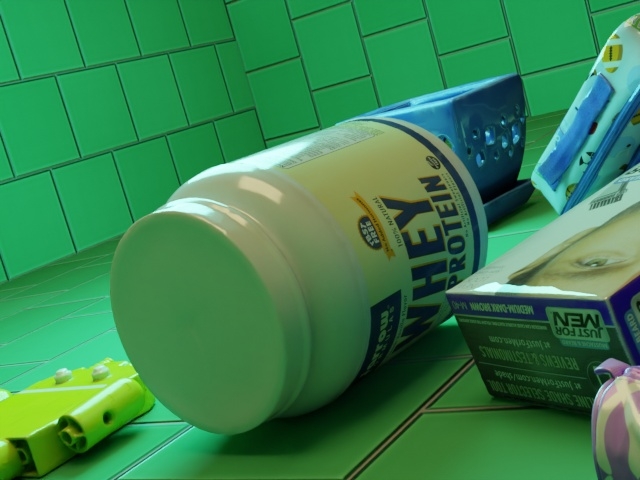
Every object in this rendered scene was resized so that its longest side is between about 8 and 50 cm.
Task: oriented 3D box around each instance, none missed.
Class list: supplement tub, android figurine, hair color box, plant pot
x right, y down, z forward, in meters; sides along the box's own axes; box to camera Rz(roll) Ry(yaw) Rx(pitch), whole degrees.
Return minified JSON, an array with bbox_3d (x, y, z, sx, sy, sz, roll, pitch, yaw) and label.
[{"bbox_3d":[-0.011,0.024,0.950,0.235,0.236,0.324,-8,12,40],"label":"supplement tub"},{"bbox_3d":[-0.286,0.184,1.042,0.248,0.056,0.273,-9,13,38],"label":"android figurine"},{"bbox_3d":[0.289,0.005,0.792,0.338,0.110,0.185,-32,13,-25],"label":"hair color box"},{"bbox_3d":[0.196,-0.126,1.594,0.235,0.212,0.236,-9,11,41],"label":"plant pot"}]

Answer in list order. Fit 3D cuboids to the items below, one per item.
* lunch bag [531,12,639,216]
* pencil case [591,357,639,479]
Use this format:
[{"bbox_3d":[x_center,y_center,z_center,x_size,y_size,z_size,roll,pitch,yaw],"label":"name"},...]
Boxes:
[{"bbox_3d":[0.389,-0.135,1.189,0.243,0.115,0.303,-14,-35,-26],"label":"lunch bag"},{"bbox_3d":[0.239,0.103,0.501,0.206,0.088,0.086,-9,9,43],"label":"pencil case"}]
